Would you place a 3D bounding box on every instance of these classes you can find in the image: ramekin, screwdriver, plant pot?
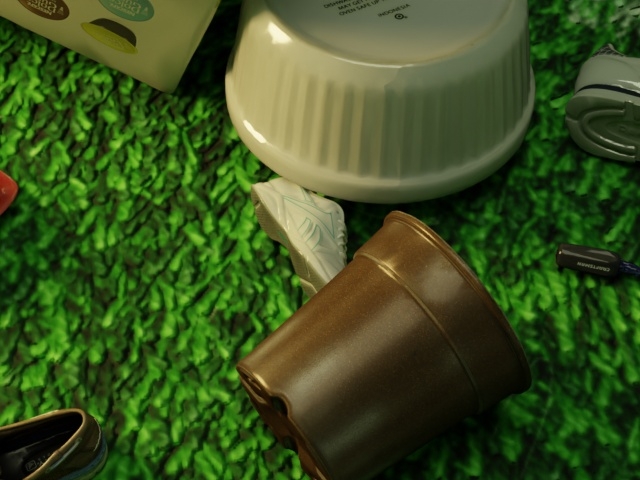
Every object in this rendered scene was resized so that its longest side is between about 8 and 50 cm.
[{"bbox_3d":[0.053,-0.168,1.337,0.272,0.127,0.273,1,48,-1],"label":"ramekin"},{"bbox_3d":[0.272,0.031,1.283,0.170,0.024,0.025,16,87,5],"label":"screwdriver"},{"bbox_3d":[0.039,0.093,1.167,0.165,0.167,0.167,-37,62,-13],"label":"plant pot"}]

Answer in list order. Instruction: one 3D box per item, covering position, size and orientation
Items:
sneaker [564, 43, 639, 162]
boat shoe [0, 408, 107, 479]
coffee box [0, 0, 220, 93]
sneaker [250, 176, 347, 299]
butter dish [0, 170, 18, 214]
[{"bbox_3d":[0.327,-0.106,1.336,0.235,0.090,0.095,19,49,13],"label":"sneaker"},{"bbox_3d":[-0.247,0.170,1.171,0.183,0.066,0.066,-28,59,-16],"label":"boat shoe"},{"bbox_3d":[-0.179,-0.387,1.321,0.337,0.334,0.338,25,65,-8],"label":"coffee box"},{"bbox_3d":[0.000,0.000,1.289,0.061,0.054,0.152,-22,57,-16],"label":"sneaker"},{"bbox_3d":[-0.356,-0.050,1.296,0.160,0.118,0.160,27,60,19],"label":"butter dish"}]
